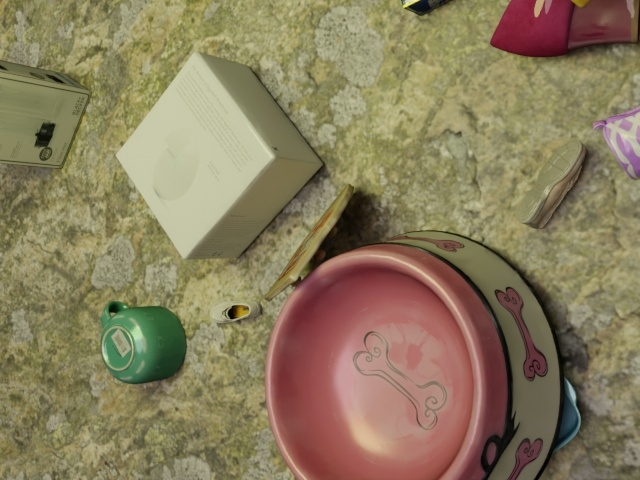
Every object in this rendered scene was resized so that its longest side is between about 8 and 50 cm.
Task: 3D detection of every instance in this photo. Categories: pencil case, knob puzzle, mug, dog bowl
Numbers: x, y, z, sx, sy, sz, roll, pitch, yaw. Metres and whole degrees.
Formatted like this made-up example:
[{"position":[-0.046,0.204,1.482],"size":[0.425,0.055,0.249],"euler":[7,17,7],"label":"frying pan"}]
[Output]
[{"position":[0.426,-0.150,0.963],"size":[0.206,0.086,0.088],"euler":[-33,107,27],"label":"pencil case"},{"position":[0.000,0.000,1.203],"size":[0.030,0.213,0.213],"euler":[36,111,-4],"label":"knob puzzle"},{"position":[-0.318,0.175,1.435],"size":[0.158,0.097,0.129],"euler":[5,93,32],"label":"mug"},{"position":[0.097,0.183,1.110],"size":[0.408,0.150,0.407],"euler":[-5,83,38],"label":"dog bowl"}]

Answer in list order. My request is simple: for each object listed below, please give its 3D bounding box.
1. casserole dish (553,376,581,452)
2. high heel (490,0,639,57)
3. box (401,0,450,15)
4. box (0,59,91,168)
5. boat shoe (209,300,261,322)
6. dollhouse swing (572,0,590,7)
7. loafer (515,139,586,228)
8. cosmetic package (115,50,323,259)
[{"position":[0.257,0.236,1.105],"size":[0.188,0.037,0.114],"euler":[-45,68,26],"label":"casserole dish"},{"position":[0.292,-0.415,1.018],"size":[0.181,0.127,0.377],"euler":[2,95,22],"label":"high heel"},{"position":[0.186,-0.366,1.136],"size":[0.169,0.054,0.059],"euler":[-20,79,32],"label":"box"},{"position":[-0.560,-0.226,1.475],"size":[0.087,0.290,0.169],"euler":[35,109,27],"label":"box"},{"position":[-0.143,0.115,1.360],"size":[0.100,0.035,0.035],"euler":[-7,87,32],"label":"boat shoe"},{"position":[0.276,-0.503,0.931],"size":[0.315,0.305,0.347],"euler":[34,111,-14],"label":"dollhouse swing"},{"position":[0.299,-0.070,1.080],"size":[0.125,0.039,0.045],"euler":[-56,30,17],"label":"loafer"},{"position":[-0.158,-0.126,1.307],"size":[0.224,0.138,0.224],"euler":[-46,67,26],"label":"cosmetic package"}]
